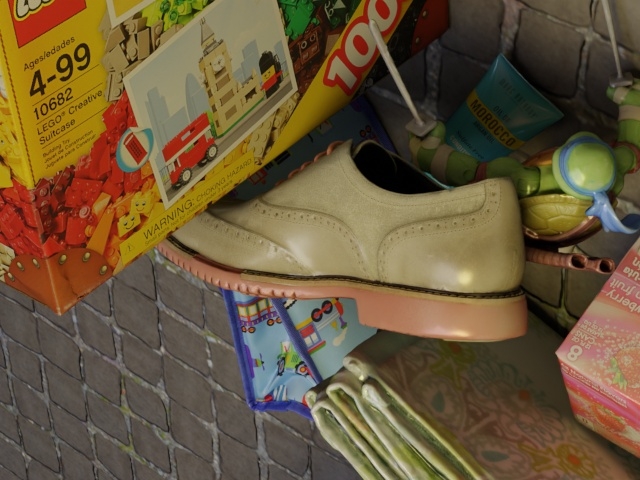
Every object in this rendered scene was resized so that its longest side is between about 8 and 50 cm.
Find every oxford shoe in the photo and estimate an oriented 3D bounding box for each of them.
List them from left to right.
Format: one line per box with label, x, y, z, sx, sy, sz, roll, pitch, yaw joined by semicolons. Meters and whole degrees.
oxford shoe;0.014;-0.018;1.575;0.397;0.140;0.146;11;101;37

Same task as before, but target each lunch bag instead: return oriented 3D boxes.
lunch bag;0.000;0.000;1.825;0.138;0.221;0.293;8;127;44

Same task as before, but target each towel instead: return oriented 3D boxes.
towel;0.182;0.191;1.683;0.320;0.374;0.090;44;119;13

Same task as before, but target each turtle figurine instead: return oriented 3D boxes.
turtle figurine;0.180;-0.088;1.594;0.274;0.198;0.266;48;161;10

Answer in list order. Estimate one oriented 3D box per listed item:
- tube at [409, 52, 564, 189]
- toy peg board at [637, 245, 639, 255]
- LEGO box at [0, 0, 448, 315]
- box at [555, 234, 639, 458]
tube;0.143;-0.094;1.739;0.080;0.052;0.207;42;139;-3
toy peg board;0.373;0.015;1.500;0.161;0.161;0.079;34;110;36
LEGO box;-0.127;-0.241;1.508;0.193;0.500;0.372;25;138;34
box;0.367;0.143;1.574;0.300;0.142;0.154;30;163;27
